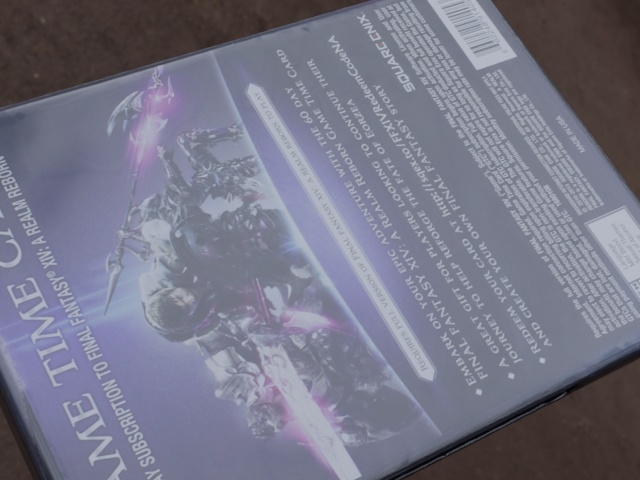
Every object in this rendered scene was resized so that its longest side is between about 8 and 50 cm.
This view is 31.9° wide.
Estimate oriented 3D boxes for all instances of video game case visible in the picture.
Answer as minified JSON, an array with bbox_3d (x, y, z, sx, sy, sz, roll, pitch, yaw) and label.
[{"bbox_3d":[0.000,0.000,0.446,0.274,0.026,0.196,-22,68,-24],"label":"video game case"}]
